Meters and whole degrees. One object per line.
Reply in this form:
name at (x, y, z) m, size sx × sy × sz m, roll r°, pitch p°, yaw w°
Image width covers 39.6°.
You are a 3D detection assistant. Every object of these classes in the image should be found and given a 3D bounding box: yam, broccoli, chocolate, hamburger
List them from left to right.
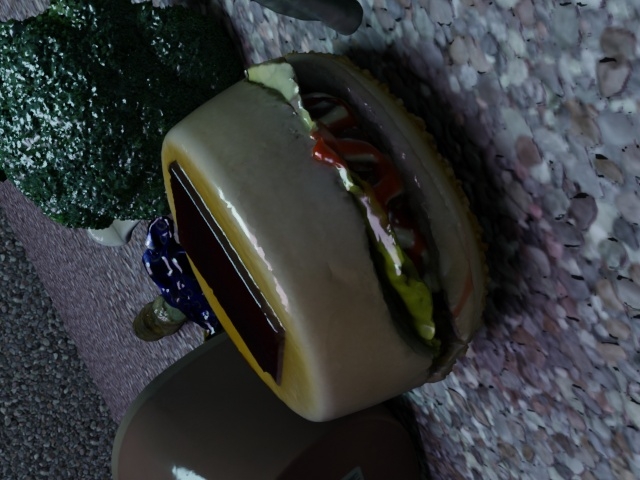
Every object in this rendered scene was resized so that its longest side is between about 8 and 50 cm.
broccoli at (-0.203, -0.151, 0.921) m, size 0.269 × 0.269 × 0.254 m, roll 20°, pitch 131°, yaw 57°
yam at (-0.292, 0.143, 1.613) m, size 0.317 × 0.071 × 0.067 m, roll 147°, pitch 129°, yaw -68°
chocolate at (-0.156, 0.120, 1.253) m, size 0.148 × 0.126 × 0.343 m, roll 28°, pitch 136°, yaw 66°
hamburger at (0.000, 0.000, 0.703) m, size 0.302 × 0.170 × 0.302 m, roll 52°, pitch 159°, yaw 29°

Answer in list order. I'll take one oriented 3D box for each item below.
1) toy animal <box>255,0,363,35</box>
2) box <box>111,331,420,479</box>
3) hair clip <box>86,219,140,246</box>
toy animal at (-0.032, -0.251, 0.549) m, size 0.127 × 0.125 × 0.251 m, roll 47°, pitch -165°, yaw -56°
box at (-0.045, 0.259, 0.971) m, size 0.216 × 0.301 × 0.301 m, roll 19°, pitch 135°, yaw 47°
hair clip at (-0.276, -0.088, 1.245) m, size 0.172 × 0.113 × 0.282 m, roll 56°, pitch 156°, yaw 11°
